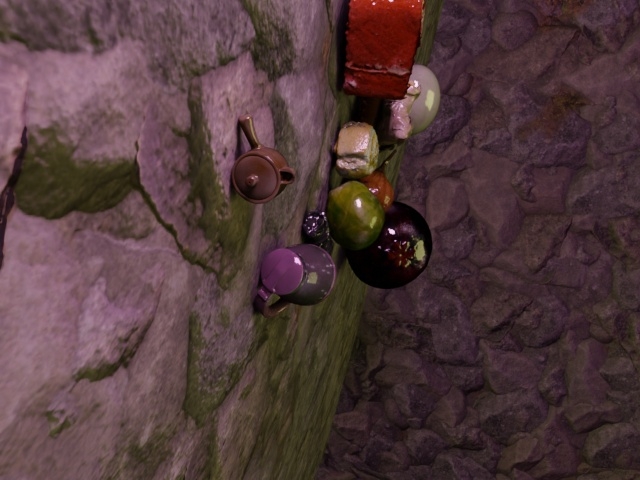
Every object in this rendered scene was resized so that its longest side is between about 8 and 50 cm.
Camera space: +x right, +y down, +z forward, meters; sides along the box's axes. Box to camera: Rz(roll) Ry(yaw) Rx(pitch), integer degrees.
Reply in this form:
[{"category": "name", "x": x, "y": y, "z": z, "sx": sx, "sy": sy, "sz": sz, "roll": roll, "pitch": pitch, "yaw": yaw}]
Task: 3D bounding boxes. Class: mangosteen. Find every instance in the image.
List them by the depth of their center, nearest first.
[{"category": "mangosteen", "x": 0.225, "y": 0.009, "z": 1.735, "sx": 0.347, "sy": 0.306, "sz": 0.307, "roll": -140, "pitch": -117, "yaw": -72}]

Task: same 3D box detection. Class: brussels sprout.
[{"category": "brussels sprout", "x": 0.079, "y": -0.059, "z": 1.197, "sx": 0.143, "sy": 0.161, "sz": 0.181, "roll": -30, "pitch": -177, "yaw": 4}]

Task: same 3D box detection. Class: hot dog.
[{"category": "hot dog", "x": 0.119, "y": -0.328, "z": 1.275, "sx": 0.072, "sy": 0.055, "sz": 0.188, "roll": -97, "pitch": -162, "yaw": -58}]

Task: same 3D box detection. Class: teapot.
[{"category": "teapot", "x": -0.070, "y": -0.106, "z": 0.624, "sx": 0.080, "sy": 0.085, "sz": 0.110, "roll": -54, "pitch": 137, "yaw": -64}, {"category": "teapot", "x": -0.058, "y": 0.065, "z": 0.892, "sx": 0.146, "sy": 0.148, "sz": 0.116, "roll": 19, "pitch": 51, "yaw": -68}]

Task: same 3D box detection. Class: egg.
[{"category": "egg", "x": 0.304, "y": -0.465, "z": 1.656, "sx": 0.186, "sy": 0.186, "sz": 0.253, "roll": -63, "pitch": 163, "yaw": -44}]

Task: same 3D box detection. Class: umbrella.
[{"category": "umbrella", "x": 0.000, "y": 0.000, "z": 1.147, "sx": 0.066, "sy": 0.059, "sz": 0.236, "roll": -54, "pitch": 163, "yaw": -12}]

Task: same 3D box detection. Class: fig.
[{"category": "fig", "x": 0.147, "y": -0.170, "z": 1.406, "sx": 0.134, "sy": 0.146, "sz": 0.201, "roll": 121, "pitch": -10, "yaw": -70}]

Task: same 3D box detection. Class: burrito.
[{"category": "burrito", "x": 0.186, "y": -0.322, "z": 1.347, "sx": 0.348, "sy": 0.107, "sz": 0.175, "roll": -132, "pitch": -115, "yaw": -83}]

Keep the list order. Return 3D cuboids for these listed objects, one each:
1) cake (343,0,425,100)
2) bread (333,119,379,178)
[{"category": "cake", "x": 0.127, "y": -0.415, "z": 0.985, "sx": 0.283, "sy": 0.150, "sz": 0.177, "roll": 87, "pitch": 9, "yaw": -58}, {"category": "bread", "x": 0.082, "y": -0.189, "z": 1.166, "sx": 0.156, "sy": 0.103, "sz": 0.110, "roll": 74, "pitch": 26, "yaw": -55}]
